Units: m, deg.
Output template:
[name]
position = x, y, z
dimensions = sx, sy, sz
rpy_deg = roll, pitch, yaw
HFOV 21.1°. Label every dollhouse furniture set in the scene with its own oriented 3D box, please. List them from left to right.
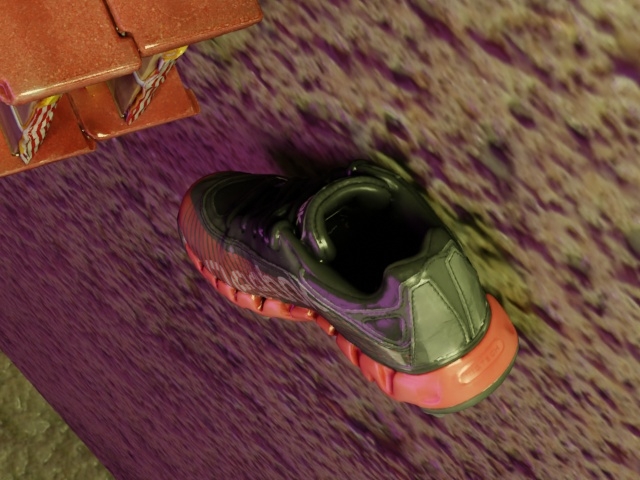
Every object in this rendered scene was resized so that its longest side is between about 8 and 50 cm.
[dollhouse furniture set]
position = -0.192, -0.242, 1.018
dimensions = 0.374, 0.152, 0.201
rpy_deg = 67, 162, 3

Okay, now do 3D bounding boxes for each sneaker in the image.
[sneaker]
position = 0.000, 0.000, 1.062
dimensions = 0.276, 0.097, 0.135
rpy_deg = 29, 153, 42
